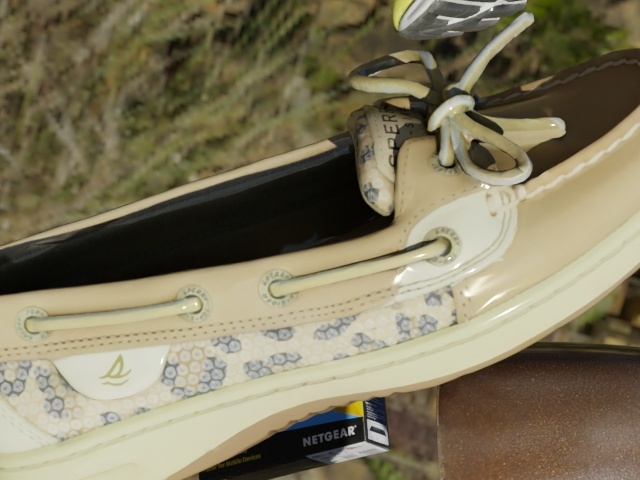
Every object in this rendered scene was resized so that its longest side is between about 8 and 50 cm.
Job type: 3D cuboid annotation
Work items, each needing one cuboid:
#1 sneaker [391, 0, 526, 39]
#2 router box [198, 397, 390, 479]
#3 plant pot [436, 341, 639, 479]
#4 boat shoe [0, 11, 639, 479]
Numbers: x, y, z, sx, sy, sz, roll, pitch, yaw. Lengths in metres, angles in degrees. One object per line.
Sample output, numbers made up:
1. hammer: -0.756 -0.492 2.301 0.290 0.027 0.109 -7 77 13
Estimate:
1. sneaker: 0.098 -0.197 0.869 0.081 0.094 0.208 -7 145 -48
2. router box: -0.029 0.137 1.414 0.046 0.179 0.133 27 51 -51
3. plant pot: 0.220 0.161 1.105 0.215 0.230 0.215 -10 90 -73
4. boat shoe: 0.000 0.000 0.536 0.089 0.285 0.104 63 3 -22
